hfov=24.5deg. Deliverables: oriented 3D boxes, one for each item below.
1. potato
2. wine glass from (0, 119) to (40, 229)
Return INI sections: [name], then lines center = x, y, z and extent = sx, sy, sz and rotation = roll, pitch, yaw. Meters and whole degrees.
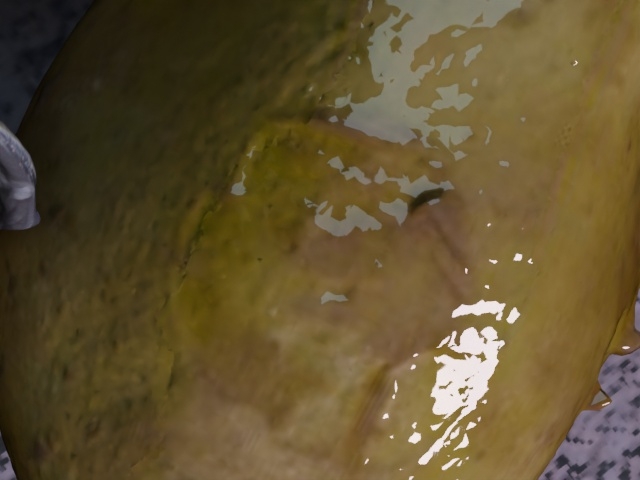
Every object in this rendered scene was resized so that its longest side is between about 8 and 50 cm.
[potato]
center = 0.000, 0.000, 0.492
extent = 0.229, 0.229, 0.266
rotation = 28, 89, 2
[wine glass]
center = -0.106, -0.132, 0.434
extent = 0.126, 0.126, 0.241
rotation = 14, 68, -3
